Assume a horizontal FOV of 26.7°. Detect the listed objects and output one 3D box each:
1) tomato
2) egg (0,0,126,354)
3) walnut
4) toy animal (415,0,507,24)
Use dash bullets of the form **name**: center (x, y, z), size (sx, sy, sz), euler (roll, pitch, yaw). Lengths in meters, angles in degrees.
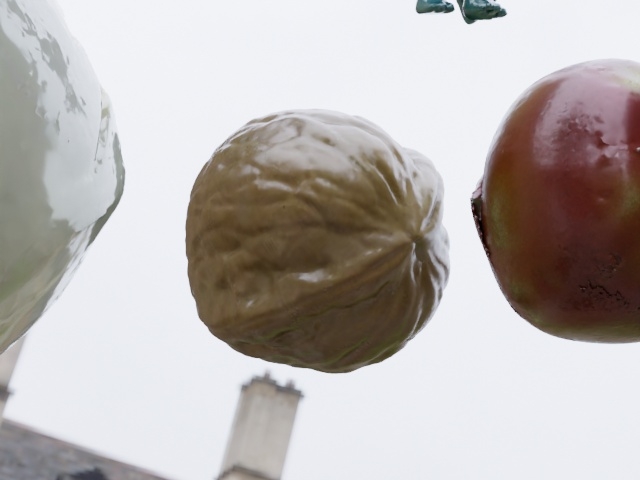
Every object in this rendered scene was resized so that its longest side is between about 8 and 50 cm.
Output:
- **tomato**: center (0.085, -0.009, 0.410), size (0.087, 0.087, 0.075), euler (35, -35, -32)
- **egg**: center (-0.265, -0.063, 0.638), size (0.283, 0.283, 0.345), euler (-16, -54, 42)
- **walnut**: center (0.000, 0.000, 1.094), size (0.228, 0.228, 0.228), euler (10, -30, 6)
- **toy animal**: center (0.087, -0.230, 0.778), size (0.103, 0.208, 0.100), euler (-6, 11, -24)
